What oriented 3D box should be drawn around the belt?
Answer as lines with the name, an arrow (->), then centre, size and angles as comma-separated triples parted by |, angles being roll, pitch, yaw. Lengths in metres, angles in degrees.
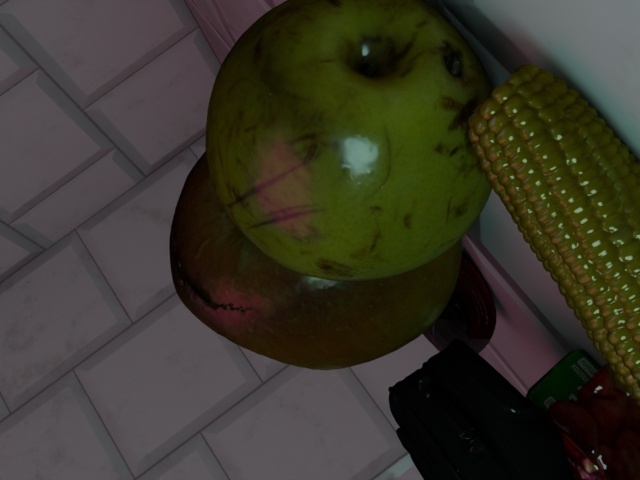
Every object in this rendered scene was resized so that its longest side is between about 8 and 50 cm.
belt -> 0.203, 0.090, 1.373 | 0.201, 0.128, 0.124 | 58, 177, -19

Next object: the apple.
apple -> 0.000, 0.000, 1.124 | 0.374, 0.383, 0.374 | -11, -90, -69

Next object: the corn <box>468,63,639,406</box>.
corn -> 0.210, 0.013, 0.573 | 0.305, 0.106, 0.106 | 56, 178, 10

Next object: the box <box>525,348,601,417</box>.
box -> 0.368, 0.269, 1.092 | 0.180, 0.103, 0.250 | 52, 178, 36

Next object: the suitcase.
suitcase -> 0.245, 0.318, 1.069 | 0.339, 0.188, 0.345 | 60, 177, -24

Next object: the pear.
pear -> 0.027, -0.099, 0.744 | 0.284, 0.283, 0.283 | 53, 177, 4

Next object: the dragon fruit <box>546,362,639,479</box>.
dragon fruit -> 0.358, 0.245, 0.718 | 0.286, 0.228, 0.329 | 18, 134, 57
